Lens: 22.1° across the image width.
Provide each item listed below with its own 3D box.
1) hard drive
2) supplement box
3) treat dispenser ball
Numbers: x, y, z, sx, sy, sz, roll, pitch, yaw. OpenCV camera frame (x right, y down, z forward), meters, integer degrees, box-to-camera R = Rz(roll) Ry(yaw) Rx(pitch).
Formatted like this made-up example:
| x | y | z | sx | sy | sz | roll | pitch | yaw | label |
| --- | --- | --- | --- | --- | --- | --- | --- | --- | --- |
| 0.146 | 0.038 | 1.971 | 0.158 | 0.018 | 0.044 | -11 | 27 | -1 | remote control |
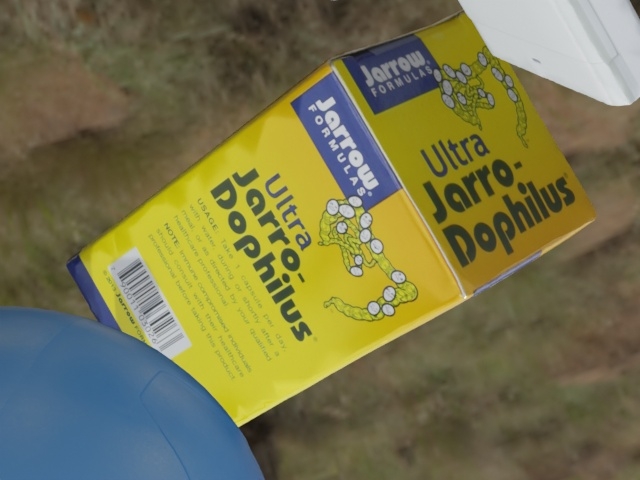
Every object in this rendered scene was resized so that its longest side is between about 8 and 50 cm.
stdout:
| x | y | z | sx | sy | sz | roll | pitch | yaw | label |
| --- | --- | --- | --- | --- | --- | --- | --- | --- | --- |
| 0.068 | -0.224 | 0.905 | 0.040 | 0.203 | 0.307 | -36 | 112 | -4 | hard drive |
| 0.000 | 0.000 | 1.299 | 0.356 | 0.195 | 0.194 | -33 | 176 | 42 | supplement box |
| -0.158 | 0.176 | 0.803 | 0.288 | 0.288 | 0.288 | -15 | 156 | -7 | treat dispenser ball |
